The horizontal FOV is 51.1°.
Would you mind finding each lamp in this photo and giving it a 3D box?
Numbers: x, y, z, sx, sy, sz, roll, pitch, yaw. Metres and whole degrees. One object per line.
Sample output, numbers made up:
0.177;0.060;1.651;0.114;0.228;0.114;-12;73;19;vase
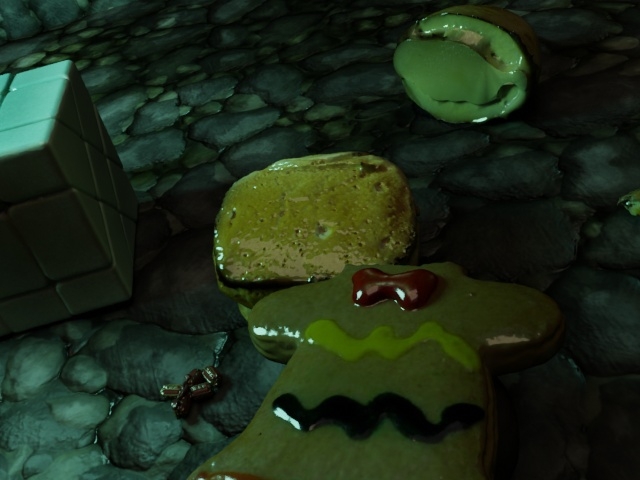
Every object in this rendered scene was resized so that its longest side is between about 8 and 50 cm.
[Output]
-0.174;0.204;0.923;0.083;0.031;0.063;-26;41;-22;lamp

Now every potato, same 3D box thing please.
0.314;-0.366;1.334;0.285;0.242;0.242;6;43;32;potato

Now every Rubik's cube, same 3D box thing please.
-0.510;-0.066;1.112;0.316;0.318;0.322;-16;38;-2;Rubik's cube

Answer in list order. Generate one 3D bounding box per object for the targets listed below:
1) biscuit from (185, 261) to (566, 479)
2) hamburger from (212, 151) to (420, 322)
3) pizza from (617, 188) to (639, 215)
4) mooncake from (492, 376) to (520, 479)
0.043;0.154;0.682;0.368;0.076;0.394;1;38;25;biscuit
-0.007;0.003;0.999;0.305;0.174;0.284;-3;41;13;hamburger
0.580;-0.020;0.954;0.292;0.058;0.197;4;43;23;pizza
0.101;0.202;0.774;0.245;0.133;0.245;-13;34;9;mooncake
